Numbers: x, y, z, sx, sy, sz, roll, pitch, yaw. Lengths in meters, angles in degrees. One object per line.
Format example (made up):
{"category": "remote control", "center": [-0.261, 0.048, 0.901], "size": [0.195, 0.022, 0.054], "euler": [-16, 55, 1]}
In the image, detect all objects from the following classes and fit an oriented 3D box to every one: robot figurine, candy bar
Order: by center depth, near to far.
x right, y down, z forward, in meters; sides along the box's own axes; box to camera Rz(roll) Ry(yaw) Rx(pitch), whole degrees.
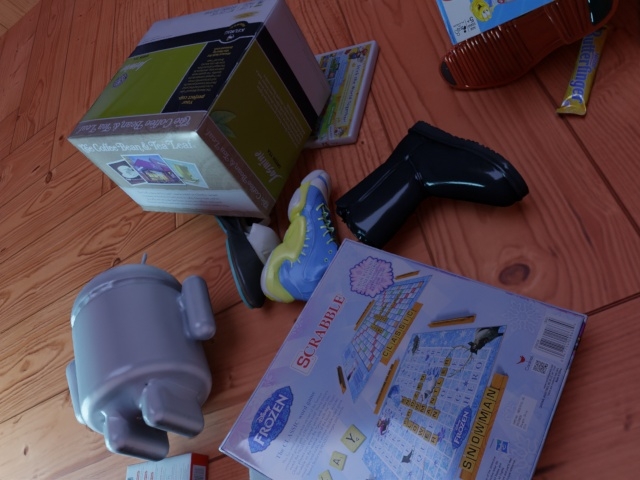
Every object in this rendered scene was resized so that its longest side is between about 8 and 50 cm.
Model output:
{"category": "candy bar", "center": [0.384, -0.250, 0.783], "size": [0.040, 0.018, 0.161], "euler": [12, 73, 39]}
{"category": "robot figurine", "center": [-0.305, 0.181, 0.904], "size": [0.300, 0.200, 0.353], "euler": [-33, 50, 5]}

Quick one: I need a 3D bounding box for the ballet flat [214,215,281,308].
{"category": "ballet flat", "center": [-0.129, -0.007, 0.963], "size": [0.096, 0.095, 0.280], "euler": [-30, 50, 3]}

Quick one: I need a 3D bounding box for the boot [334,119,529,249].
{"category": "boot", "center": [0.147, -0.056, 0.787], "size": [0.207, 0.094, 0.246], "euler": [-47, 41, 0]}

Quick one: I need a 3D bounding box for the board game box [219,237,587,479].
{"category": "board game box", "center": [0.097, 0.178, 0.631], "size": [0.318, 0.066, 0.319], "euler": [19, 63, 29]}

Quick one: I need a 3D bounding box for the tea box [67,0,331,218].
{"category": "tea box", "center": [-0.209, -0.234, 0.984], "size": [0.329, 0.220, 0.323], "euler": [6, 58, 34]}

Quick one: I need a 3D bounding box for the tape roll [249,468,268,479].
{"category": "tape roll", "center": [0.014, 0.287, 0.707], "size": [0.219, 0.072, 0.219], "euler": [-17, 57, 28]}

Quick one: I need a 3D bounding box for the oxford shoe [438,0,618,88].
{"category": "oxford shoe", "center": [0.316, -0.320, 0.839], "size": [0.271, 0.097, 0.098], "euler": [-17, 27, 35]}

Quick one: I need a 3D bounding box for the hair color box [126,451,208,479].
{"category": "hair color box", "center": [-0.246, 0.386, 0.853], "size": [0.141, 0.043, 0.072], "euler": [-20, 55, 24]}

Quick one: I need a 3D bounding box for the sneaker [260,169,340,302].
{"category": "sneaker", "center": [0.000, 0.000, 0.885], "size": [0.126, 0.091, 0.240], "euler": [15, 73, 21]}

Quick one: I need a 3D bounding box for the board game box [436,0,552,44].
{"category": "board game box", "center": [0.329, -0.408, 0.764], "size": [0.302, 0.086, 0.308], "euler": [-17, 22, 27]}

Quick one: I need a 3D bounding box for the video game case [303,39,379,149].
{"category": "video game case", "center": [0.002, -0.281, 1.066], "size": [0.206, 0.026, 0.227], "euler": [-1, 64, 35]}
